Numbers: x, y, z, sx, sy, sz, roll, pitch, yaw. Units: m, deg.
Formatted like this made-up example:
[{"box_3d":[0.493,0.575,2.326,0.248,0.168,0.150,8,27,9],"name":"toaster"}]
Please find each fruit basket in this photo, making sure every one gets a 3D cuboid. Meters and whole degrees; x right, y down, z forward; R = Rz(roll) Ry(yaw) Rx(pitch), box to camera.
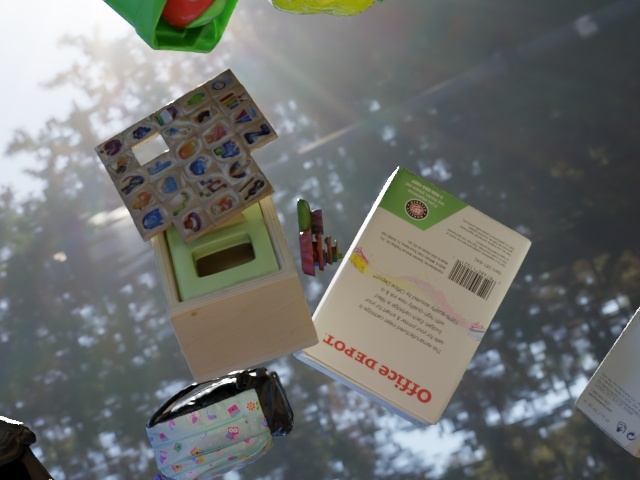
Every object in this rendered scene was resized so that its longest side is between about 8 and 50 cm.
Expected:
[{"box_3d":[-0.087,-0.403,1.766,0.392,0.392,0.283,67,-163,1],"name":"fruit basket"}]

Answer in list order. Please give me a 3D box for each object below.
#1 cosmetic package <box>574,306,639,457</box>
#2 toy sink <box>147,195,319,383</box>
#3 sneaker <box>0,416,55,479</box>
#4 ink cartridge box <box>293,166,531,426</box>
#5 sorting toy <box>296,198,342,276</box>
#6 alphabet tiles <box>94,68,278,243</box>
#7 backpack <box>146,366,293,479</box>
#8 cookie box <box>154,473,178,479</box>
[{"box_3d":[0.468,0.118,1.662,0.160,0.309,0.113,15,-158,-47],"name":"cosmetic package"},{"box_3d":[-0.111,0.025,1.590,0.234,0.153,0.131,-109,1,-48],"name":"toy sink"},{"box_3d":[-0.276,0.269,1.160,0.097,0.135,0.276,-46,-48,-68],"name":"sneaker"},{"box_3d":[0.117,0.078,1.772,0.201,0.278,0.117,30,169,-2],"name":"ink cartridge box"},{"box_3d":[0.000,0.000,1.367,0.102,0.042,0.061,-96,0,-53],"name":"sorting toy"},{"box_3d":[-0.150,-0.096,1.611,0.237,0.198,0.009,55,175,44],"name":"alphabet tiles"},{"box_3d":[-0.127,0.235,1.706,0.152,0.182,0.115,70,177,-79],"name":"backpack"},{"box_3d":[-0.171,0.324,1.498,0.040,0.092,0.107,19,-173,-21],"name":"cookie box"}]
